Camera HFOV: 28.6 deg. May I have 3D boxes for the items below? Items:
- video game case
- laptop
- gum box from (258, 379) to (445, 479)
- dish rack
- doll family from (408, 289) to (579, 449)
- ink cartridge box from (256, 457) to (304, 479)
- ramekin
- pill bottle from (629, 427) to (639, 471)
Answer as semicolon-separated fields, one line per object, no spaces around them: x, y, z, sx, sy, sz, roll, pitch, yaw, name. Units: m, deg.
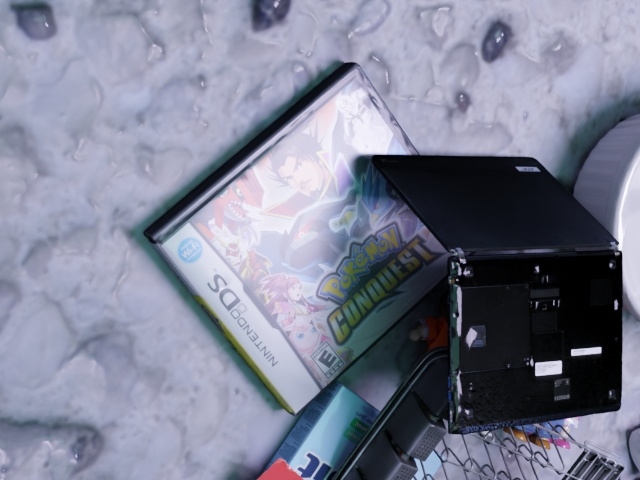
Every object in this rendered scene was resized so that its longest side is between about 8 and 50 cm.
0.000;0.000;1.280;0.275;0.035;0.248;-41;111;-12;video game case
0.179;0.045;1.269;0.234;0.136;0.264;-2;93;-34;laptop
0.020;0.263;1.327;0.157;0.041;0.184;38;84;-24;gum box
0.172;0.249;1.294;0.271;0.074;0.208;27;109;-26;dish rack
0.226;0.134;1.352;0.263;0.118;0.163;17;91;-24;doll family
-0.057;0.360;1.261;0.224;0.056;0.181;-44;106;3;ink cartridge box
0.402;-0.028;1.398;0.272;0.127;0.273;-4;101;-22;ramekin
0.432;0.235;1.485;0.120;0.067;0.067;-18;105;-20;pill bottle
